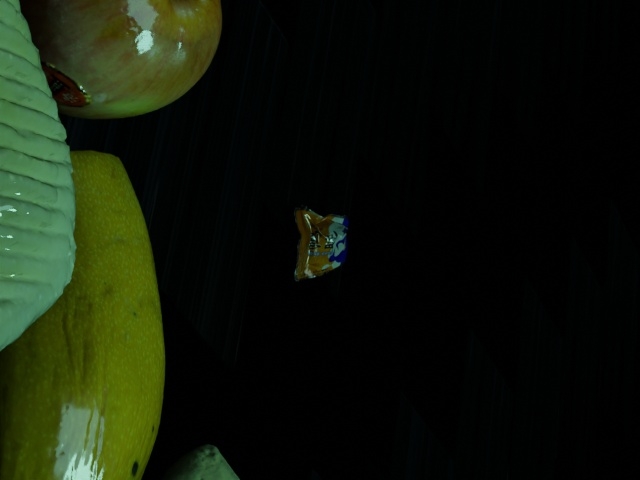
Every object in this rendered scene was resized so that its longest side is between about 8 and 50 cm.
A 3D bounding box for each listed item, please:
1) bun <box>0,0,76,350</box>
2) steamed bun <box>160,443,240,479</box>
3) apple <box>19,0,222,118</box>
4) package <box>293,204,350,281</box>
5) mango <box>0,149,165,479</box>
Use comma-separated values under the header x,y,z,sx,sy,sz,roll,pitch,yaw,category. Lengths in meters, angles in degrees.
x,y,z,sx,sy,sz,roll,pitch,yaw,category
-0.299,-0.049,1.044,0.349,0.227,0.352,36,49,-60,bun
-0.086,0.321,1.602,0.231,0.110,0.212,71,26,-20,steamed bun
-0.172,-0.195,1.461,0.209,0.164,0.209,29,57,-60,apple
-0.001,0.000,1.986,0.111,0.033,0.077,-9,116,-54,package
-0.192,0.090,1.373,0.187,0.144,0.359,59,30,-50,mango
